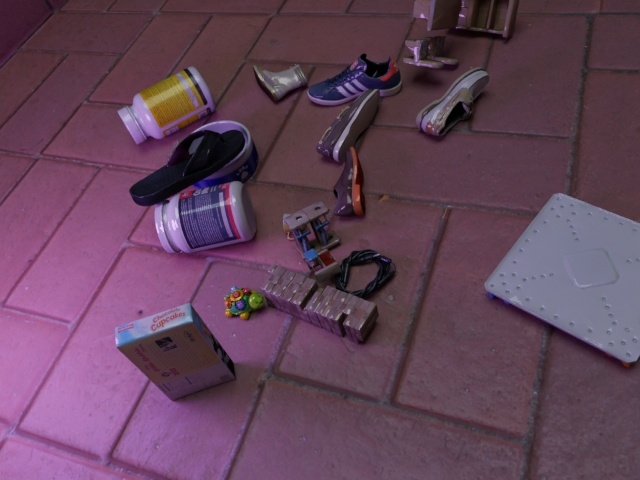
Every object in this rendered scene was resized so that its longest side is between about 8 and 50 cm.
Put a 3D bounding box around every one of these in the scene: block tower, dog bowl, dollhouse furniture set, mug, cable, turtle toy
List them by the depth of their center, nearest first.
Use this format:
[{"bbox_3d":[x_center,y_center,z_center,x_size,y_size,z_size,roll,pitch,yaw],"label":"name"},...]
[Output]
[{"bbox_3d":[-0.010,0.173,1.643,0.335,0.091,0.097,21,59,29],"label":"block tower"},{"bbox_3d":[0.111,0.095,1.701,0.184,0.047,0.150,-40,53,-17],"label":"cable"},{"bbox_3d":[-0.218,0.172,1.716,0.130,0.066,0.095,6,54,20],"label":"turtle toy"},{"bbox_3d":[0.000,0.000,1.732,0.129,0.129,0.184,-28,38,-7],"label":"dollhouse furniture set"},{"bbox_3d":[-0.080,-0.047,1.870,0.064,0.078,0.062,-2,19,3],"label":"mug"},{"bbox_3d":[-0.355,-0.294,2.104,0.264,0.104,0.265,-8,51,10],"label":"dog bowl"},{"bbox_3d":[0.511,-0.815,2.139,0.256,0.362,0.394,20,30,30],"label":"dollhouse furniture set"}]

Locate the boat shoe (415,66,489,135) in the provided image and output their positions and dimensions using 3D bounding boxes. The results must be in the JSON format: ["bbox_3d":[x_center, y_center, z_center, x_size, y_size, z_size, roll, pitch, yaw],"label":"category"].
[{"bbox_3d":[0.464,-0.454,2.014,0.302,0.113,0.103,-42,54,-5],"label":"boat shoe"}]

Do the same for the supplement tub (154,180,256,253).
[{"bbox_3d":[-0.351,-0.067,1.863,0.272,0.191,0.191,-12,50,5],"label":"supplement tub"}]

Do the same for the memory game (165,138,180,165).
[{"bbox_3d":[-0.520,-0.265,2.099,0.012,0.186,0.186,16,45,-25],"label":"memory game"}]

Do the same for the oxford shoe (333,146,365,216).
[{"bbox_3d":[0.083,-0.191,1.910,0.098,0.097,0.271,-11,50,14],"label":"oxford shoe"}]

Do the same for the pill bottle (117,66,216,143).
[{"bbox_3d":[-0.583,-0.504,2.280,0.334,0.188,0.188,-31,51,-10],"label":"pill bottle"}]

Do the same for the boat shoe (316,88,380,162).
[{"bbox_3d":[0.101,-0.408,2.068,0.096,0.117,0.324,21,66,25],"label":"boat shoe"}]

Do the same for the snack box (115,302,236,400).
[{"bbox_3d":[-0.349,0.285,1.493,0.187,0.322,0.060,-19,52,0],"label":"snack box"}]

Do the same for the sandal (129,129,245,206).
[{"bbox_3d":[-0.410,-0.261,1.909,0.167,0.107,0.446,18,46,38],"label":"sandal"}]

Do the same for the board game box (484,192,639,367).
[{"bbox_3d":[0.692,0.084,1.549,0.390,0.050,0.390,29,64,33],"label":"board game box"}]

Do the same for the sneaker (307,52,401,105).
[{"bbox_3d":[0.115,-0.598,2.191,0.350,0.148,0.131,-9,50,9],"label":"sneaker"}]

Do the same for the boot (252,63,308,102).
[{"bbox_3d":[-0.158,-0.641,2.349,0.165,0.077,0.213,-30,56,-9],"label":"boot"}]
